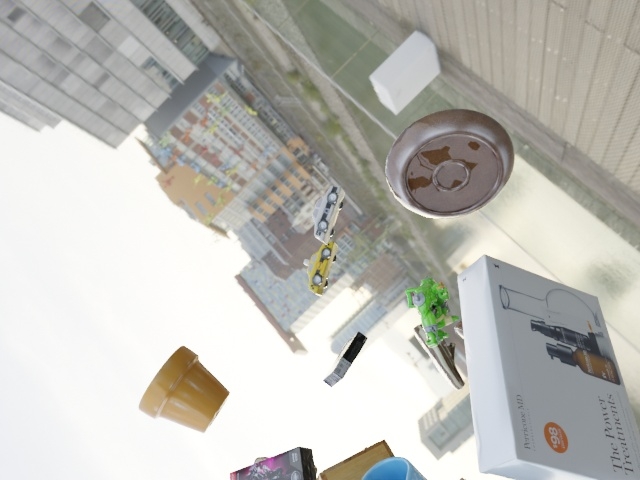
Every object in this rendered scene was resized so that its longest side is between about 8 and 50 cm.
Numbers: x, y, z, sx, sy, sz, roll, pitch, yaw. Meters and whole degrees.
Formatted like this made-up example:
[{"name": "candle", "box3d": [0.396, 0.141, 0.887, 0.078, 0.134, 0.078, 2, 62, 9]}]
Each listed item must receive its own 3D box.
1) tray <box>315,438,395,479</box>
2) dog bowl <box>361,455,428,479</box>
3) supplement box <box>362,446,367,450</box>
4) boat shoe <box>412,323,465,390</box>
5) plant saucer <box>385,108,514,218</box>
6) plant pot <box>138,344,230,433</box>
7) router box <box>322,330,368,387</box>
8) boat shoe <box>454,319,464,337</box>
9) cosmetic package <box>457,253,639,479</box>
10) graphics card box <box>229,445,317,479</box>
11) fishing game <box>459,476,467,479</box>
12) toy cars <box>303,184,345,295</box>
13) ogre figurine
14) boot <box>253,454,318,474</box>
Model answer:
[{"name": "tray", "box3d": [0.073, 0.706, 1.495, 0.076, 0.203, 0.411, 58, 155, 29]}, {"name": "dog bowl", "box3d": [0.146, 0.595, 1.148, 0.074, 0.166, 0.297, 60, -156, -6]}, {"name": "supplement box", "box3d": [0.268, 1.057, 2.343, 0.130, 0.073, 0.239, 8, 130, 57]}, {"name": "boat shoe", "box3d": [0.422, 0.379, 1.753, 0.257, 0.095, 0.095, 56, 174, -1]}, {"name": "plant saucer", "box3d": [0.315, -0.167, 1.264, 0.310, 0.311, 0.050, 44, -151, -28]}, {"name": "plant pot", "box3d": [-0.360, 0.426, 1.438, 0.188, 0.205, 0.205, 31, -177, 3]}, {"name": "router box", "box3d": [0.085, 0.413, 1.804, 0.046, 0.179, 0.133, 36, 148, 3]}, {"name": "boat shoe", "box3d": [0.592, 0.390, 1.798, 0.324, 0.120, 0.122, 32, 162, 44]}, {"name": "cosmetic package", "box3d": [0.400, 0.234, 0.922, 0.285, 0.097, 0.377, 18, -131, -15]}, {"name": "graphics card box", "box3d": [-0.180, 0.951, 1.968, 0.094, 0.371, 0.232, 37, -147, -45]}, {"name": "fishing game", "box3d": [0.342, 0.480, 0.872, 0.189, 0.041, 0.264, 25, -179, -9]}, {"name": "toy cars", "box3d": [0.000, 0.000, 1.709, 0.087, 0.393, 0.176, 16, -147, 16]}, {"name": "ogre figurine", "box3d": [0.254, 0.156, 1.195, 0.197, 0.097, 0.118, -30, -81, -46]}, {"name": "boot", "box3d": [-0.150, 1.014, 2.306, 0.236, 0.089, 0.269, 6, 161, 13]}]
